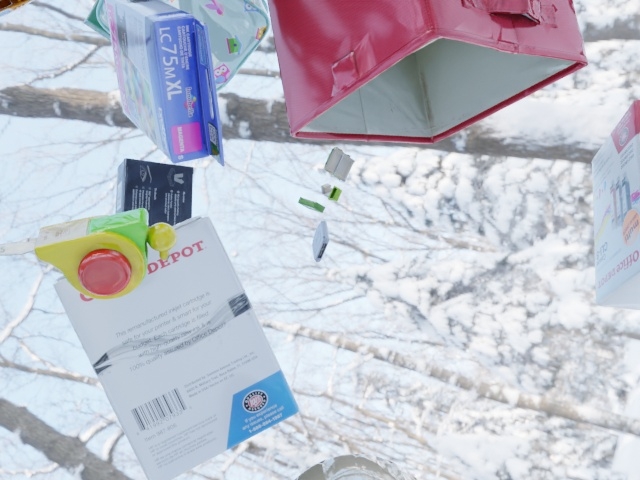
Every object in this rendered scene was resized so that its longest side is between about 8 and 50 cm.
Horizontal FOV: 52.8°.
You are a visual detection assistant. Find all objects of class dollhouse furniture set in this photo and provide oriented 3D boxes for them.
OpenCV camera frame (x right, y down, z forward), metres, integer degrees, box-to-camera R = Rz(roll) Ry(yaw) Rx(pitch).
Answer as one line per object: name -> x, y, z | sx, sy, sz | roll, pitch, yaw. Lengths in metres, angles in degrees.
dollhouse furniture set -> 0.012, -0.139, 1.474 | 0.076, 0.059, 0.151 | 27, -93, -44

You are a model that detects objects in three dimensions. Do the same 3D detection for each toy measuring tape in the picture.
toy measuring tape -> -0.362, 0.039, 0.899 | 0.121, 0.330, 0.121 | 167, 90, -83

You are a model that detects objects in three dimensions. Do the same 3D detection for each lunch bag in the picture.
lunch bag -> -0.252, -0.414, 1.172 | 0.279, 0.224, 0.107 | 31, -149, -26

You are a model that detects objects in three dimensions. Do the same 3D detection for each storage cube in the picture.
storage cube -> 0.077, -0.207, 0.557 | 0.184, 0.215, 0.193 | -4, -100, -35

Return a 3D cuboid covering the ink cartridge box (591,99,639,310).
ink cartridge box -> 0.351, -0.026, 0.630 | 0.128, 0.128, 0.176 | 84, -168, -68

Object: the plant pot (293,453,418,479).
plant pot -> 0.049, 0.403, 0.768 | 0.274, 0.257, 0.256 | 85, -156, -78

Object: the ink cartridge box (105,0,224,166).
ink cartridge box -> -0.221, -0.227, 0.887 | 0.065, 0.311, 0.185 | -17, -58, -27

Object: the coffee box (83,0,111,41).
coffee box -> -0.433, -0.494, 1.481 | 0.184, 0.040, 0.113 | 29, -101, -32

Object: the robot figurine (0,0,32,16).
robot figurine -> -0.379, -0.274, 0.618 | 0.291, 0.085, 0.211 | -32, -15, -16

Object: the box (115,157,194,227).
box -> -0.376, -0.092, 1.459 | 0.158, 0.093, 0.155 | 5, -102, -28

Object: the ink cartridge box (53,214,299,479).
ink cartridge box -> -0.256, 0.186, 1.175 | 0.286, 0.166, 0.394 | -25, -85, -12

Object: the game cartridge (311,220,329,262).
game cartridge -> 0.000, 0.000, 1.341 | 0.083, 0.017, 0.056 | 113, 151, -49
